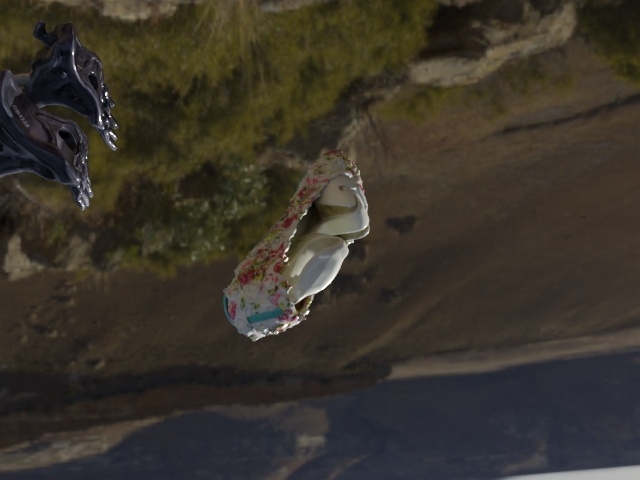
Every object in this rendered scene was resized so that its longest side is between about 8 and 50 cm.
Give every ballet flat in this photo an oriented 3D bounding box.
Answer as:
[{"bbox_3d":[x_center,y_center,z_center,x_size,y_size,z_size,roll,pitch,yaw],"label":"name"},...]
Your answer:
[{"bbox_3d":[0.000,0.000,0.805,0.077,0.241,0.091,-7,127,37],"label":"ballet flat"}]

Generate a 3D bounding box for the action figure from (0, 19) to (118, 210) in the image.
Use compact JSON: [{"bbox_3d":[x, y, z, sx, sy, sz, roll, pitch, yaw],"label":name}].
[{"bbox_3d":[-0.254,-0.034,0.473,0.276,0.164,0.140,-8,130,1],"label":"action figure"}]
